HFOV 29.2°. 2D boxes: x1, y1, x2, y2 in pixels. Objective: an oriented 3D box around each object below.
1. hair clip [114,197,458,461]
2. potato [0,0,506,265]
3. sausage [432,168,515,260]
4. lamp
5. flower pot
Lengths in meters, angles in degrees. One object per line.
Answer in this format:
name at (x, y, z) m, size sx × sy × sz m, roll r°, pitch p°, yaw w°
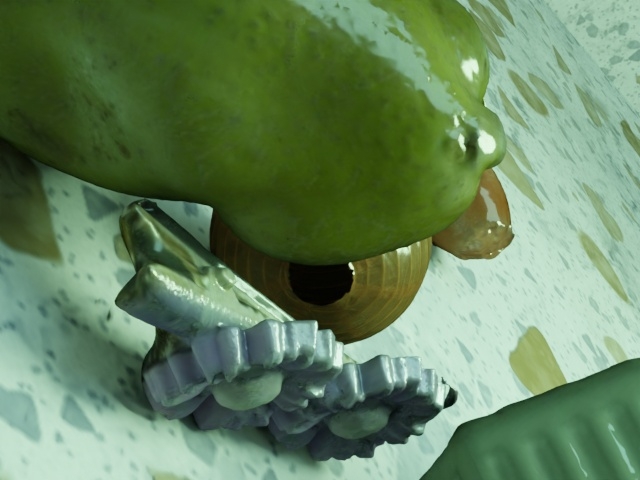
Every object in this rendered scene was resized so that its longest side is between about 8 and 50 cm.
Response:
hair clip at (-0.016, 0.066, 0.663) m, size 0.292 × 0.106 × 0.085 m, roll 33°, pitch 36°, yaw -47°
potato at (-0.062, -0.115, 0.648) m, size 0.351 × 0.202 × 0.218 m, roll 27°, pitch 44°, yaw 12°
sausage at (0.061, -0.157, 1.157) m, size 0.094 × 0.094 × 0.419 m, roll 1°, pitch 55°, yaw -45°
lamp at (0.000, 0.000, 0.748) m, size 0.136 × 0.136 × 0.136 m, roll 43°, pitch 25°, yaw -25°
flower pot at (0.168, 0.201, 0.690) m, size 0.239 × 0.209 × 0.190 m, roll 25°, pitch 35°, yaw -51°
